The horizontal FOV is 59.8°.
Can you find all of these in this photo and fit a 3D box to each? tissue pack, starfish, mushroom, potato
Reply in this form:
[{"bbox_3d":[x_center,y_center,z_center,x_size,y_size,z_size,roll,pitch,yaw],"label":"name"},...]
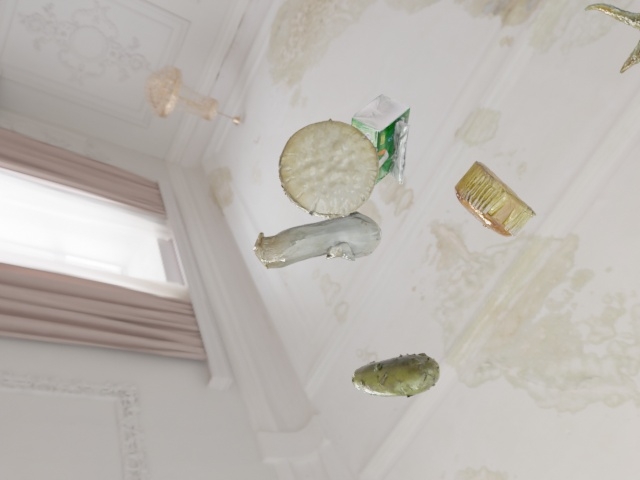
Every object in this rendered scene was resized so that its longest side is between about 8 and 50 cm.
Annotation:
[{"bbox_3d":[0.181,-0.268,1.559,0.156,0.148,0.209,30,-35,23],"label":"tissue pack"},{"bbox_3d":[0.455,-0.268,0.731,0.216,0.223,0.050,30,-98,16],"label":"starfish"},{"bbox_3d":[0.002,0.000,1.071,0.096,0.278,0.099,-9,-89,57],"label":"mushroom"},{"bbox_3d":[0.177,0.322,1.323,0.225,0.117,0.090,-15,-86,28],"label":"potato"}]

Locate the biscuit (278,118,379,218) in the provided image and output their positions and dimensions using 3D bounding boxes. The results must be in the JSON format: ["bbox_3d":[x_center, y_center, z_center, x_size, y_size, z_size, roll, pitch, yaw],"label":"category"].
[{"bbox_3d":[0.012,-0.105,0.803,0.020,0.152,0.152,114,-14,-79],"label":"biscuit"}]

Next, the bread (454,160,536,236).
[{"bbox_3d":[0.397,-0.087,1.283,0.114,0.190,0.132,-53,-157,17],"label":"bread"}]
